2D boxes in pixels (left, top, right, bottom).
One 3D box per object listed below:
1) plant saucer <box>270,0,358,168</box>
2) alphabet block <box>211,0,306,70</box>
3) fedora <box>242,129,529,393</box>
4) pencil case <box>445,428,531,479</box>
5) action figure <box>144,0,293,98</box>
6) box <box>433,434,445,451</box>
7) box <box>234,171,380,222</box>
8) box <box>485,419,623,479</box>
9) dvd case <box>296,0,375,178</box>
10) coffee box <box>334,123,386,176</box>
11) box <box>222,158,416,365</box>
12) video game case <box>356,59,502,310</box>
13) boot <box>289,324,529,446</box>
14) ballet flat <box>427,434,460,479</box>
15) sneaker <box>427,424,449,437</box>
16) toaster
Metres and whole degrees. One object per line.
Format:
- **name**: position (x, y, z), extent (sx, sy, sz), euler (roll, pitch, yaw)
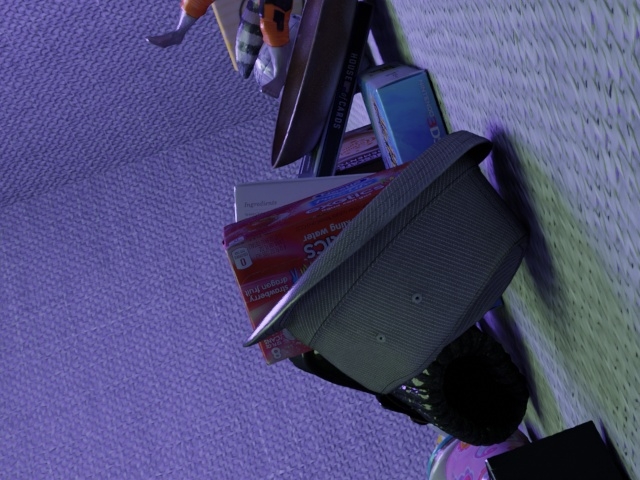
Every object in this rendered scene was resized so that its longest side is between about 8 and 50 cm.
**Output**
- **plant saucer**: position (-0.004, -0.236, 1.617), extent (0.310, 0.050, 0.311), euler (-166, 90, -82)
- **alphabet block**: position (-0.085, -0.418, 2.032), extent (0.192, 0.197, 0.193), euler (70, 180, -48)
- **fedora**: position (0.074, 0.037, 1.084), extent (0.124, 0.275, 0.243), euler (46, -156, 8)
- **pencil case**: position (0.221, 0.299, 1.451), extent (0.284, 0.124, 0.124), euler (-106, -3, -81)
- **action figure**: position (-0.111, -0.392, 1.691), extent (0.341, 0.330, 0.178), euler (28, -170, 30)
- **box**: position (0.212, 0.295, 1.860), extent (0.105, 0.043, 0.179), euler (-110, 30, -51)
- **box**: position (0.000, 0.000, 1.524), extent (0.181, 0.181, 0.119), euler (62, -156, -79)
- **box**: position (0.229, 0.304, 1.068), extent (0.261, 0.103, 0.184), euler (70, 177, -46)
- **dvd case**: position (0.017, -0.183, 1.673), extent (0.179, 0.029, 0.239), euler (-161, 85, -82)
- **coffee box**: position (0.064, -0.092, 1.867), extent (0.246, 0.141, 0.098), euler (-115, 5, -73)
- **box**: position (0.041, 0.012, 1.281), extent (0.122, 0.256, 0.128), euler (-117, 8, -78)
- **video game case**: position (0.117, -0.065, 1.463), extent (0.244, 0.061, 0.270), euler (-115, 5, -79)
- **boot**: position (0.154, 0.154, 1.512), extent (0.260, 0.348, 0.131), euler (11, 92, 45)
- **ballet flat**: position (0.250, 0.374, 1.760), extent (0.400, 0.139, 0.139), euler (63, -174, -57)
- **sneaker**: position (0.156, 0.138, 1.776), extent (0.302, 0.108, 0.121), euler (60, 142, 34)
- **toaster**: position (-0.013, -0.251, 1.929), extent (0.146, 0.129, 0.227), euler (33, 179, 2)
